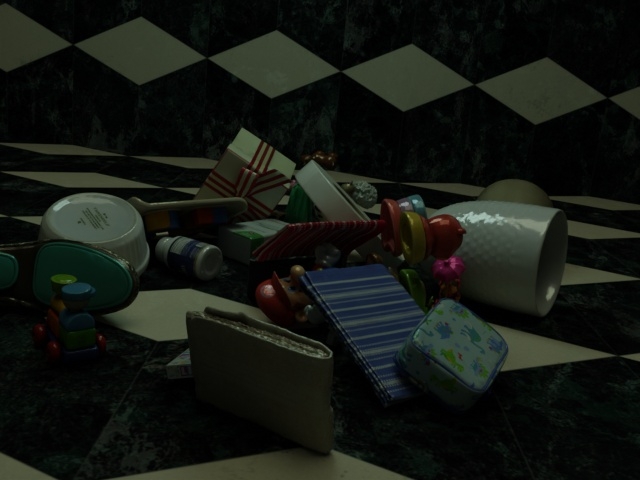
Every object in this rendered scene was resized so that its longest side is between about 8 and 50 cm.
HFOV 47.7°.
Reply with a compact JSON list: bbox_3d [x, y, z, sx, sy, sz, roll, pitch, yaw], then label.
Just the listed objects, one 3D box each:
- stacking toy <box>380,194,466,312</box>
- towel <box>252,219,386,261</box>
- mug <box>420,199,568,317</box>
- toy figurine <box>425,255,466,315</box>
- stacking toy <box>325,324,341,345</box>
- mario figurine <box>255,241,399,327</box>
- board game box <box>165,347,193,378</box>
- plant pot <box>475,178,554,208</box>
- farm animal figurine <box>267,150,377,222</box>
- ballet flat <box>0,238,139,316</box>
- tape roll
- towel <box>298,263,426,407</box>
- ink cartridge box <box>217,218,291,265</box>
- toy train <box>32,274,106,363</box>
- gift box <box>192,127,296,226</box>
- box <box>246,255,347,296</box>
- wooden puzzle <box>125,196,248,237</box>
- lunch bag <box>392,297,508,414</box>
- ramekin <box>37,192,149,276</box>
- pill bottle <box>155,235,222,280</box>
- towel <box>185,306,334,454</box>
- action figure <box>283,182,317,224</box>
[{"bbox_3d":[0.243,0.037,1.721,0.130,0.279,0.309,-7,17,-7],"label":"stacking toy"},{"bbox_3d":[0.000,0.000,1.714,0.275,0.031,0.199,-3,-19,-33],"label":"towel"},{"bbox_3d":[0.458,0.048,1.911,0.328,0.276,0.374,11,-15,31],"label":"mug"},{"bbox_3d":[0.312,0.109,1.752,0.130,0.159,0.173,11,15,20],"label":"toy figurine"},{"bbox_3d":[0.137,0.205,1.551,0.167,0.052,0.221,17,17,31],"label":"stacking toy"},{"bbox_3d":[0.012,0.090,1.592,0.321,0.170,0.198,-11,0,-23],"label":"mario figurine"},{"bbox_3d":[-0.206,0.216,1.336,0.103,0.026,0.154,-7,7,12],"label":"board game box"},{"bbox_3d":[0.586,-0.020,2.242,0.257,0.256,0.274,10,31,15],"label":"plant pot"},{"bbox_3d":[-0.021,-0.121,2.394,0.327,0.330,0.172,39,19,10],"label":"farm animal figurine"},{"bbox_3d":[-0.622,0.080,1.572,0.483,0.164,0.182,4,-11,-2],"label":"ballet flat"},{"bbox_3d":[0.081,-0.063,2.025,0.392,0.072,0.392,47,6,-6],"label":"tape roll"},{"bbox_3d":[0.124,0.174,1.435,0.243,0.040,0.336,-5,45,-39],"label":"towel"},{"bbox_3d":[-0.174,0.001,2.112,0.208,0.086,0.153,-11,21,-44],"label":"ink cartridge box"},{"bbox_3d":[-0.501,0.129,1.400,0.105,0.143,0.248,-5,18,-37],"label":"toy train"},{"bbox_3d":[-0.216,-0.173,2.280,0.276,0.255,0.258,29,27,-7],"label":"gift box"},{"bbox_3d":[-0.053,0.077,1.845,0.184,0.103,0.261,13,17,14],"label":"box"},{"bbox_3d":[-0.428,-0.051,2.067,0.348,0.080,0.322,-1,-10,-38],"label":"wooden puzzle"},{"bbox_3d":[0.250,0.215,1.352,0.176,0.090,0.219,36,33,13],"label":"lunch bag"},{"bbox_3d":[-0.555,-0.007,1.761,0.273,0.127,0.273,8,36,-6],"label":"ramekin"},{"bbox_3d":[-0.347,0.042,1.883,0.169,0.094,0.094,15,17,32],"label":"pill bottle"},{"bbox_3d":[-0.096,0.215,1.150,0.282,0.187,0.049,16,31,31],"label":"towel"},{"bbox_3d":[-0.058,-0.087,2.204,0.137,0.232,0.063,15,17,30],"label":"action figure"}]
